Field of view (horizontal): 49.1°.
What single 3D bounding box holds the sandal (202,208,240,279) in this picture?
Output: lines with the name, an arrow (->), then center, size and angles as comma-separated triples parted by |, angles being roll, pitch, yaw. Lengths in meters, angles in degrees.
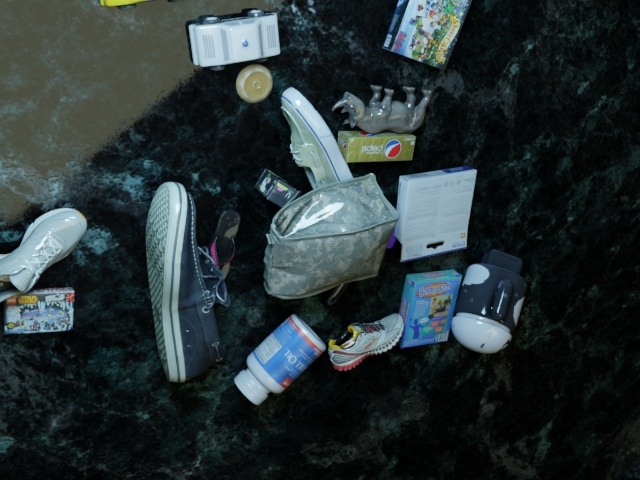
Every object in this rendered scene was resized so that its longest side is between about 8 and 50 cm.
sandal -> -0.222, 0.017, 1.590 | 0.067, 0.040, 0.179 | 6, 111, -30

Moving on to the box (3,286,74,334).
box -> -0.590, 0.147, 1.471 | 0.137, 0.027, 0.094 | -1, 113, -27

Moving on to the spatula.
spatula -> 0.111, 0.046, 1.785 | 0.296, 0.030, 0.084 | -51, 128, 3

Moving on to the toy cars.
toy cars -> -0.233, -0.435, 1.332 | 0.393, 0.087, 0.176 | 28, 100, -35

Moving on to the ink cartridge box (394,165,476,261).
ink cartridge box -> 0.293, -0.070, 1.805 | 0.223, 0.045, 0.224 | -10, 116, -28

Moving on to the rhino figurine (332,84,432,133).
rhino figurine -> 0.138, -0.297, 1.604 | 0.243, 0.073, 0.106 | -4, 113, -24

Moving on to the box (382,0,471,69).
box -> 0.251, -0.518, 1.569 | 0.159, 0.044, 0.233 | 10, 109, -31

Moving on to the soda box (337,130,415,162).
soda box -> 0.129, -0.222, 1.644 | 0.181, 0.058, 0.061 | -5, 116, -25

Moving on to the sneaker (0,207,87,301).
sneaker -> -0.564, 0.045, 1.376 | 0.262, 0.121, 0.099 | -39, 126, -5

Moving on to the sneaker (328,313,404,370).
sneaker -> 0.122, 0.258, 1.861 | 0.225, 0.088, 0.093 | -30, 123, -12

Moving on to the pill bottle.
pill bottle -> -0.104, 0.300, 1.742 | 0.221, 0.124, 0.124 | -45, 126, -1

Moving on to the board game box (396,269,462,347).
board game box -> 0.297, 0.189, 1.942 | 0.160, 0.047, 0.210 | -4, 116, -26

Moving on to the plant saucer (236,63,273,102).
plant saucer -> -0.136, -0.329, 1.479 | 0.083, 0.015, 0.083 | -12, 119, -23

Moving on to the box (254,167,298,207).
box -> -0.098, -0.114, 1.563 | 0.062, 0.083, 0.052 | 29, 98, -34

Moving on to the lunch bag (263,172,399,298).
lunch bag -> 0.000, 0.000, 1.581 | 0.287, 0.169, 0.235 | -16, 148, -21

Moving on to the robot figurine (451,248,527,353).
robot figurine -> 0.465, 0.170, 1.917 | 0.209, 0.173, 0.278 | 36, 69, -48

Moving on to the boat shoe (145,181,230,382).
boat shoe -> -0.281, 0.093, 1.514 | 0.156, 0.187, 0.500 | -11, 125, -21

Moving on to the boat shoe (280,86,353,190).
boat shoe -> -0.016, -0.199, 1.552 | 0.094, 0.109, 0.302 | -37, 128, -4
